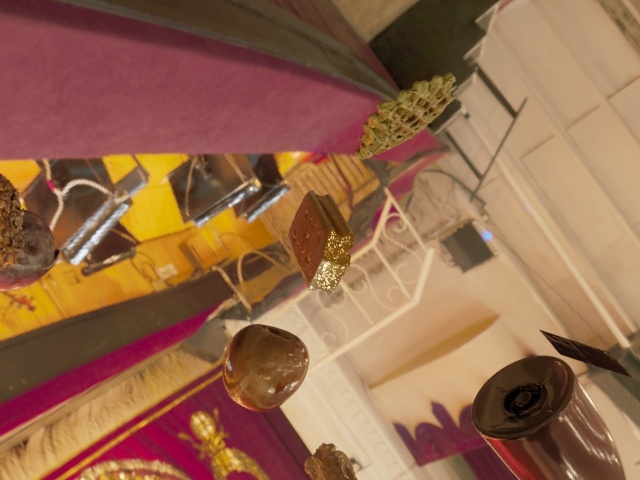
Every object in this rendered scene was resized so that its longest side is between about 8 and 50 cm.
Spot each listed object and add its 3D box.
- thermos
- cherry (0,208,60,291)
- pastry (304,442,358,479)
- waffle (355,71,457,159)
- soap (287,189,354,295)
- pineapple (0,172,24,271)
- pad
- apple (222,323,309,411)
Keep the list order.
[{"bbox_3d":[0.344,0.291,0.805,0.146,0.265,0.176,-23,-158,46],"label":"thermos"},{"bbox_3d":[-0.662,0.019,1.255,0.195,0.195,0.195,-35,176,-3],"label":"cherry"},{"bbox_3d":[0.046,0.646,1.525,0.121,0.089,0.258,-41,-146,0],"label":"pastry"},{"bbox_3d":[0.241,-0.346,1.667,0.297,0.073,0.317,-29,169,-22],"label":"waffle"},{"bbox_3d":[0.000,0.000,1.312,0.140,0.073,0.232,-65,-154,24],"label":"soap"},{"bbox_3d":[-0.587,-0.032,1.071,0.076,0.224,0.225,-2,167,-13],"label":"pineapple"},{"bbox_3d":[0.598,0.255,1.328,0.116,0.193,0.004,-102,-147,-70],"label":"pad"},{"bbox_3d":[-0.165,0.378,1.749,0.257,0.257,0.233,24,81,-86],"label":"apple"}]
